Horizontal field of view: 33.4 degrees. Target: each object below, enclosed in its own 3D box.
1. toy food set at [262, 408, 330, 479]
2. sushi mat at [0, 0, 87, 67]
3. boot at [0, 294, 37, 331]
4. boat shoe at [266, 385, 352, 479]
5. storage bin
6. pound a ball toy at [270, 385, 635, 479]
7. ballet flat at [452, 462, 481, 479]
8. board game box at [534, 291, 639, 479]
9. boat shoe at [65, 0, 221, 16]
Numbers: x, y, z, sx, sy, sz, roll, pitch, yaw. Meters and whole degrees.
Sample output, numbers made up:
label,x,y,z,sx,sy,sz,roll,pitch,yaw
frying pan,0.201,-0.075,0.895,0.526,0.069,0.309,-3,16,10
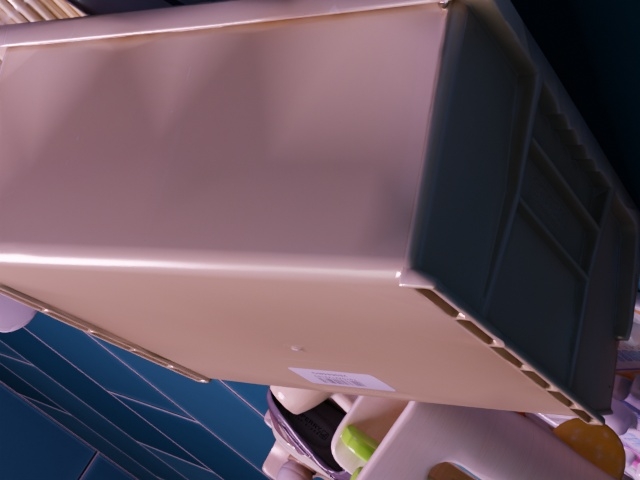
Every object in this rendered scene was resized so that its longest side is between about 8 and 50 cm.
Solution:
label,x,y,z,sx,sy,sz,roll,pitch,yaw
toy food set,0.022,0.315,1.396,0.219,0.092,0.306,29,160,8
sushi mat,-0.138,-0.096,0.651,0.316,0.151,0.019,45,-163,-31
boot,-0.346,-0.034,1.047,0.258,0.095,0.123,69,162,-2
boat shoe,0.054,0.235,1.164,0.285,0.103,0.092,27,164,29
storage bin,0.000,0.000,0.537,0.262,0.123,0.260,1,160,31
pound a ball toy,0.130,0.159,0.746,0.319,0.136,0.208,34,-176,-7
ballet flat,0.222,0.273,1.077,0.232,0.080,0.073,35,-173,0
board game box,0.167,0.127,0.829,0.389,0.050,0.390,20,156,28
boat shoe,-0.151,-0.186,0.512,0.267,0.088,0.096,32,-179,-9
